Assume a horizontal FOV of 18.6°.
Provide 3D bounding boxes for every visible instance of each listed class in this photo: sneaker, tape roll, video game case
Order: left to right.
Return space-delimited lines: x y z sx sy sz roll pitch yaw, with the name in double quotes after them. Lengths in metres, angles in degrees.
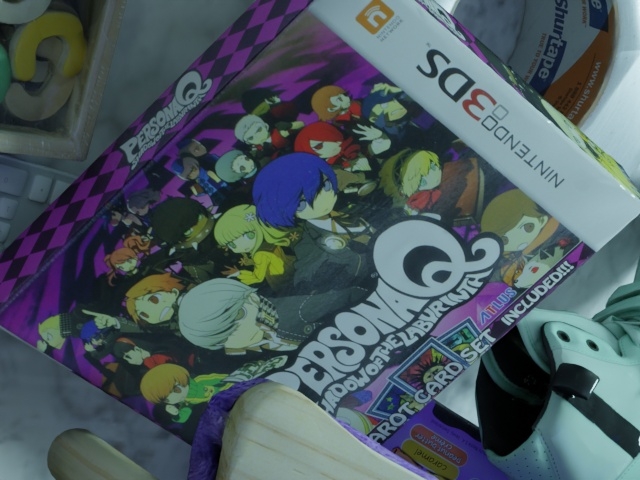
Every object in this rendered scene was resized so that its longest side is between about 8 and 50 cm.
0.000 0.000 0.886 0.232 0.042 0.210 -43 126 14 "video game case"
0.081 -0.101 0.962 0.219 0.072 0.219 -15 117 -31 "tape roll"
0.160 0.040 1.029 0.151 0.094 0.256 35 49 -22 "sneaker"

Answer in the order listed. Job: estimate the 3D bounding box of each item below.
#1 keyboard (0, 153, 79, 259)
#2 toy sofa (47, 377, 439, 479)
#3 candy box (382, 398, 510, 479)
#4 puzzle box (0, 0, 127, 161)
-0.082 0.016 0.928 0.256 0.014 0.072 16 99 -40 "keyboard"
0.043 0.192 0.913 0.363 0.150 0.177 26 86 -24 "toy sofa"
0.040 0.186 1.033 0.165 0.070 0.196 34 87 -26 "candy box"
-0.165 -0.240 0.730 0.272 0.052 0.408 5 106 -37 "puzzle box"
